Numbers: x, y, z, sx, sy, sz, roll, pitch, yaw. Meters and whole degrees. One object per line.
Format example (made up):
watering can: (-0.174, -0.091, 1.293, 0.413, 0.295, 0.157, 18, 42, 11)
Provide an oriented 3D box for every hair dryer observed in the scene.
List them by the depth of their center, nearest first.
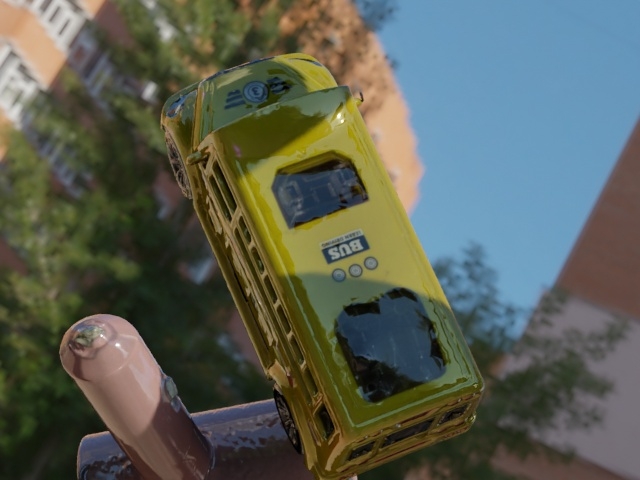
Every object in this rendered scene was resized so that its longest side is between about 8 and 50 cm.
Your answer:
hair dryer: (-0.101, 0.146, 1.286, 0.210, 0.125, 0.352, -12, -30, 6)

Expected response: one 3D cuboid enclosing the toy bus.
toy bus: (0.000, 0.000, 1.257, 0.151, 0.145, 0.331, 105, -37, -69)
